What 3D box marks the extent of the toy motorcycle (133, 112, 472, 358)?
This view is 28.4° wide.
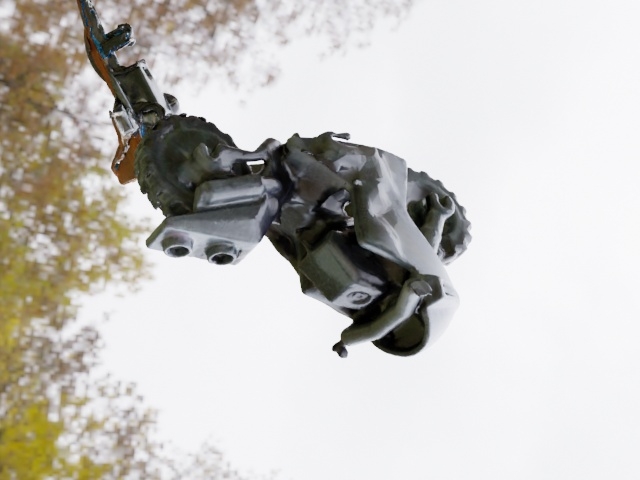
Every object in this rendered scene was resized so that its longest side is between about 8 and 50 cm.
[{"bbox_3d":[0.000,0.000,0.876,0.106,0.270,0.159,-43,-132,45],"label":"toy motorcycle"}]

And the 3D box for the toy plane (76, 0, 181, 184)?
[{"bbox_3d":[-0.155,-0.129,1.035,0.062,0.135,0.188,-12,-84,12],"label":"toy plane"}]
